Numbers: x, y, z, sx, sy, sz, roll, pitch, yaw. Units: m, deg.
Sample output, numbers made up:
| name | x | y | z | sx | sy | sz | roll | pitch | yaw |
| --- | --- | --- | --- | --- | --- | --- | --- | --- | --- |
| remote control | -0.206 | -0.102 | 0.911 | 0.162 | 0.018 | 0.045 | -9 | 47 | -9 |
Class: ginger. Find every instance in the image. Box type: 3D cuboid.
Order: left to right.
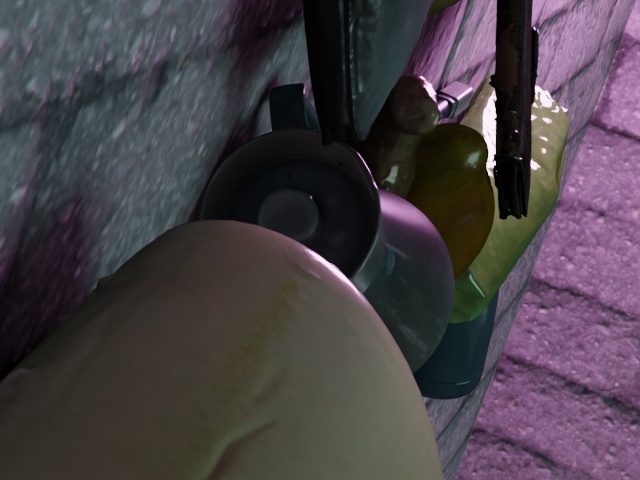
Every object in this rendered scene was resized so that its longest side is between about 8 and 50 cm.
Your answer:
| name | x | y | z | sx | sy | sz | roll | pitch | yaw |
| --- | --- | --- | --- | --- | --- | --- | --- | --- | --- |
| ginger | 0.034 | -0.040 | 1.596 | 0.166 | 0.080 | 0.333 | -95 | -168 | -45 |

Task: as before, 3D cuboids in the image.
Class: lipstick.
| name | x | y | z | sx | sy | sz | roll | pitch | yaw |
| --- | --- | --- | --- | --- | --- | --- | --- | --- | --- |
| lipstick | 0.125 | -0.136 | 1.953 | 0.107 | 0.025 | 0.025 | -38 | 149 | -54 |

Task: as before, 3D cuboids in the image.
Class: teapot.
| name | x | y | z | sx | sy | sz | roll | pitch | yaw |
| --- | --- | --- | --- | --- | --- | --- | --- | --- | --- |
| teapot | 0.000 | 0.000 | 1.390 | 0.225 | 0.171 | 0.203 | 54 | 27 | -68 |

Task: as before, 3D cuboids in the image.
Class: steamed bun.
| name | x | y | z | sx | sy | sz | roll | pitch | yaw |
| --- | --- | --- | --- | --- | --- | --- | --- | --- | --- |
| steamed bun | -0.089 | 0.253 | 1.071 | 0.371 | 0.290 | 0.456 | -47 | 158 | -52 |

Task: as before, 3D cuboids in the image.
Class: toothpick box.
| name | x | y | z | sx | sy | sz | roll | pitch | yaw |
| --- | --- | --- | --- | --- | --- | --- | --- | --- | --- |
| toothpick box | 0.151 | 0.086 | 2.246 | 0.120 | 0.120 | 0.184 | -48 | 155 | -57 |

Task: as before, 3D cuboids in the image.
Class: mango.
| name | x | y | z | sx | sy | sz | roll | pitch | yaw |
| --- | --- | --- | --- | --- | --- | --- | --- | --- | --- |
| mango | 0.102 | -0.036 | 1.782 | 0.227 | 0.136 | 0.099 | 99 | -17 | -59 |

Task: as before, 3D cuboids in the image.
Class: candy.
| name | x | y | z | sx | sy | sz | roll | pitch | yaw |
| --- | --- | --- | --- | --- | --- | --- | --- | --- | --- |
| candy | 0.172 | -0.049 | 2.049 | 0.343 | 0.142 | 0.132 | -55 | 150 | -47 |

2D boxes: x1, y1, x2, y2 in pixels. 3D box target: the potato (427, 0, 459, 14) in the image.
| name | x | y | z | sx | sy | sz | roll | pitch | yaw |
| --- | --- | --- | --- | --- | --- | --- | --- | --- | --- |
| potato | 0.102 | -0.234 | 1.519 | 0.101 | 0.089 | 0.172 | -61 | 168 | -17 |

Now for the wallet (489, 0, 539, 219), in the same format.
| name | x | y | z | sx | sy | sz | roll | pitch | yaw |
| --- | --- | --- | --- | --- | --- | --- | --- | --- | --- |
| wallet | 0.188 | -0.193 | 1.823 | 0.169 | 0.044 | 0.317 | 72 | 20 | -68 |

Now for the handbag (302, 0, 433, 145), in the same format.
| name | x | y | z | sx | sy | sz | roll | pitch | yaw |
| --- | --- | --- | --- | --- | --- | --- | --- | --- | --- |
| handbag | 0.037 | -0.228 | 1.216 | 0.332 | 0.075 | 0.192 | 90 | 19 | -44 |
